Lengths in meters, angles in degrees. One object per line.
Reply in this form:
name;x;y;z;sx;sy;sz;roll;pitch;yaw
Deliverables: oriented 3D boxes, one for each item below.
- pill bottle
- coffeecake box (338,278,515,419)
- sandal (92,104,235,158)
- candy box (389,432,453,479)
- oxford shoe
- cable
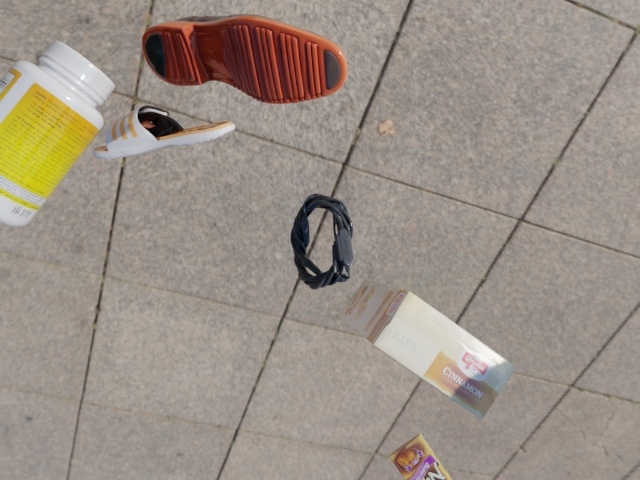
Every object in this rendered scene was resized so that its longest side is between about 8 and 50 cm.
pill bottle;-0.350;-0.131;0.624;0.117;0.117;0.215;38;83;-22
coffeecake box;0.112;0.117;0.605;0.142;0.185;0.068;36;84;-7
sandal;-0.269;-0.195;0.869;0.265;0.102;0.076;-7;109;18
candy box;0.294;0.655;1.445;0.109;0.053;0.186;-37;74;2
oxford shoe;-0.082;-0.233;0.614;0.271;0.098;0.096;17;134;22
cable;0.000;0.000;1.000;0.047;0.184;0.151;-1;167;-44
